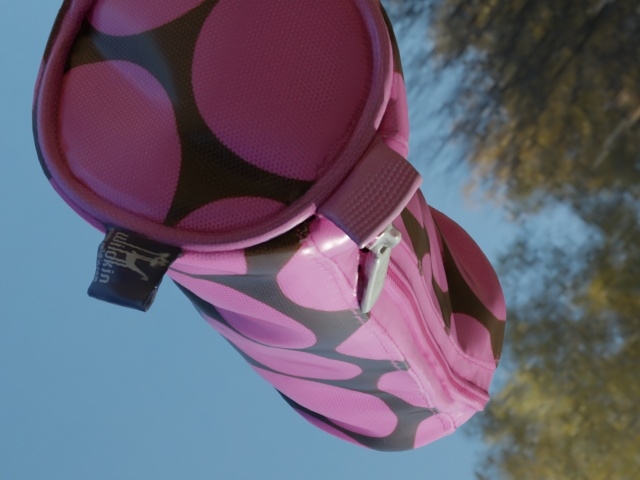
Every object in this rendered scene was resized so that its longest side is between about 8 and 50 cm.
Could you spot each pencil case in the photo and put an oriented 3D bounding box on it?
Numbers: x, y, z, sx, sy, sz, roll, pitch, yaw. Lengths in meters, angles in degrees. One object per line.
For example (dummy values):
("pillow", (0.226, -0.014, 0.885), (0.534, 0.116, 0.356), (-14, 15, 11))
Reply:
("pencil case", (0.000, 0.000, 0.432), (0.098, 0.095, 0.209), (27, 171, 21))
